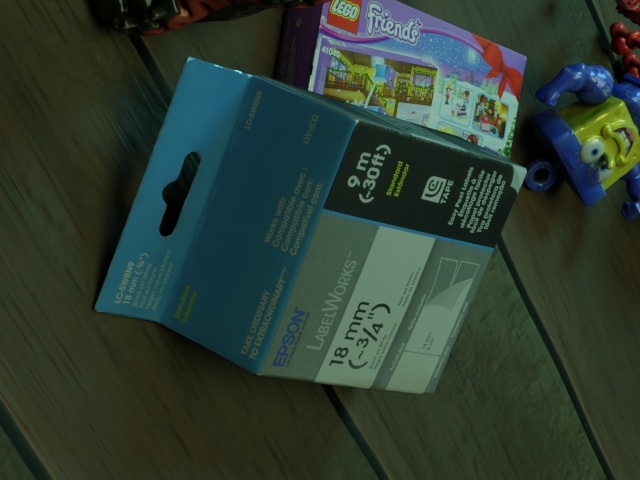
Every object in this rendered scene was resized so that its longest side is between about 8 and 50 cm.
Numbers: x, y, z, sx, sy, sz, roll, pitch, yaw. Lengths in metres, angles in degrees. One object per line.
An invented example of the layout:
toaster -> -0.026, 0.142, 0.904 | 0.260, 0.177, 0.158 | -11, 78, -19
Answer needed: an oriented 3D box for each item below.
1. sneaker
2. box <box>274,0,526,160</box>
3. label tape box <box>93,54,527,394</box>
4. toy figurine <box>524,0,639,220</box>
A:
sneaker -> -0.051, -0.233, 1.110 | 0.135, 0.276, 0.098 | -30, 111, -55
box -> 0.079, -0.125, 1.356 | 0.293, 0.057, 0.201 | 14, 84, -41
label tape box -> 0.000, 0.000, 1.207 | 0.333, 0.106, 0.241 | 12, 105, -41
toy figurine -> 0.323, -0.117, 1.559 | 0.217, 0.191, 0.362 | -36, 126, -2
